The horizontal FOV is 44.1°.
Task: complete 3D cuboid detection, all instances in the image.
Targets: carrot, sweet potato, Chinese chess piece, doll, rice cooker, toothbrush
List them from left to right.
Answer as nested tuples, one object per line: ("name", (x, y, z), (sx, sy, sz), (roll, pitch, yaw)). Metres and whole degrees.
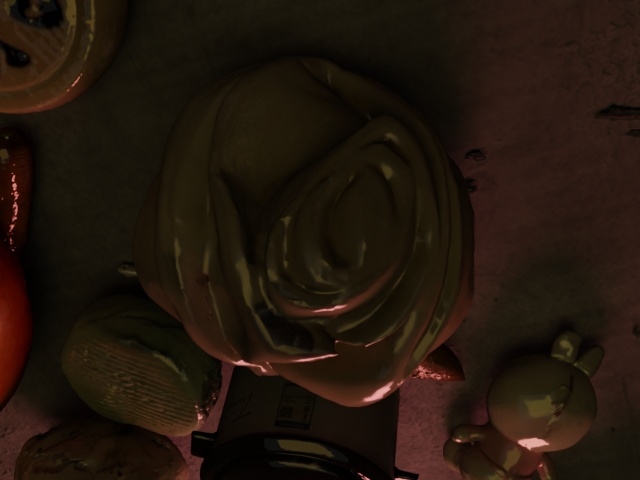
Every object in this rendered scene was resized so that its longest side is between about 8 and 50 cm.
("Chinese chess piece", (-0.328, -0.260, 0.821), (0.257, 0.104, 0.257), (3, 120, 4))
("carrot", (-0.390, -0.032, 0.987), (0.059, 0.059, 0.248), (15, 124, -2))
("toothbrush", (-0.164, 0.055, 1.029), (0.204, 0.017, 0.022), (10, 131, 1))
("rice cooker", (-0.018, 0.254, 0.983), (0.280, 0.227, 0.241), (12, 136, -2))
("sweet potato", (0.104, 0.129, 1.017), (0.206, 0.060, 0.068), (38, 79, -3))
("doll", (0.269, 0.242, 1.027), (0.154, 0.113, 0.275), (29, 120, -6))

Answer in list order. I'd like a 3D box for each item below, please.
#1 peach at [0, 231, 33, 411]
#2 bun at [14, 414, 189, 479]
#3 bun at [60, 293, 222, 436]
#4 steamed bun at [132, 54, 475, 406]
("peach", (-0.516, 0.098, 0.930), (0.306, 0.242, 0.381), (-4, 115, 12))
("bun", (-0.304, 0.315, 1.091), (0.239, 0.239, 0.142), (10, 90, 1))
("bun", (-0.230, 0.157, 1.038), (0.221, 0.108, 0.221), (11, 129, 14))
("steamed bun", (0.000, 0.000, 0.802), (0.367, 0.255, 0.343), (29, 94, -8))
